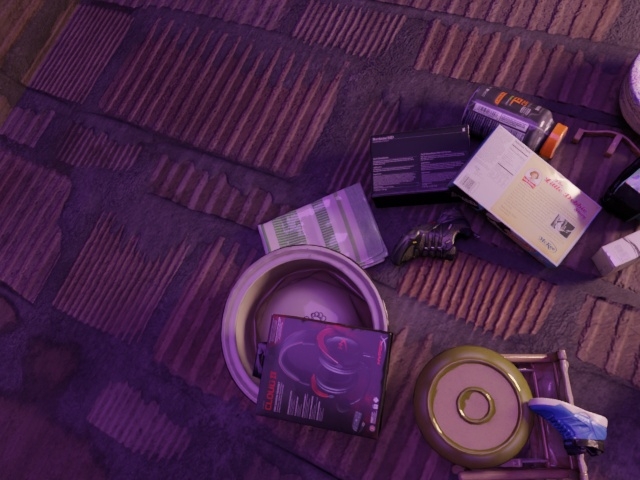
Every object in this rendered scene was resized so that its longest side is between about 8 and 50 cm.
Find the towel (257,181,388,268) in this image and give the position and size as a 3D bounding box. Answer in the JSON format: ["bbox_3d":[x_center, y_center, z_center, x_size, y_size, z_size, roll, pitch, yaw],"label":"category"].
[{"bbox_3d":[0.000,0.000,1.365,0.325,0.038,0.248,-22,67,7],"label":"towel"}]

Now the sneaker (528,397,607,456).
[{"bbox_3d":[0.469,0.360,0.935,0.152,0.058,0.084,20,63,-1],"label":"sneaker"}]

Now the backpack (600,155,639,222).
[{"bbox_3d":[0.768,-0.132,1.122,0.144,0.166,0.188,40,94,22],"label":"backpack"}]

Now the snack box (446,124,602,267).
[{"bbox_3d":[0.494,-0.106,1.193,0.322,0.060,0.187,40,86,1],"label":"snack box"}]

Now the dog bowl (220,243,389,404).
[{"bbox_3d":[-0.031,0.223,1.217,0.408,0.150,0.408,-2,78,11],"label":"dog bowl"}]

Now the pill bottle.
[{"bbox_3d":[0.505,-0.302,1.276,0.245,0.130,0.130,31,82,21],"label":"pill bottle"}]

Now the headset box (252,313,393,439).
[{"bbox_3d":[-0.002,0.284,1.064,0.293,0.110,0.218,8,81,12],"label":"headset box"}]

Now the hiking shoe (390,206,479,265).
[{"bbox_3d":[0.289,0.011,1.255,0.227,0.086,0.114,-33,64,2],"label":"hiking shoe"}]

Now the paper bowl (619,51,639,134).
[{"bbox_3d":[0.881,-0.350,1.179,0.284,0.148,0.284,-5,70,14],"label":"paper bowl"}]

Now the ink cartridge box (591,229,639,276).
[{"bbox_3d":[0.711,0.023,1.128,0.135,0.099,0.056,-25,68,6],"label":"ink cartridge box"}]

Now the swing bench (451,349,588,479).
[{"bbox_3d":[0.409,0.378,1.064,0.254,0.165,0.253,-3,71,9],"label":"swing bench"}]

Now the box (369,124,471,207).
[{"bbox_3d":[0.269,-0.196,1.320,0.261,0.103,0.184,-3,75,14],"label":"box"}]

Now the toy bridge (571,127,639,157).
[{"bbox_3d":[0.746,-0.242,1.246,0.188,0.026,0.063,31,81,21],"label":"toy bridge"}]

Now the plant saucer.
[{"bbox_3d":[0.309,0.333,0.990,0.241,0.037,0.241,-3,72,10],"label":"plant saucer"}]
